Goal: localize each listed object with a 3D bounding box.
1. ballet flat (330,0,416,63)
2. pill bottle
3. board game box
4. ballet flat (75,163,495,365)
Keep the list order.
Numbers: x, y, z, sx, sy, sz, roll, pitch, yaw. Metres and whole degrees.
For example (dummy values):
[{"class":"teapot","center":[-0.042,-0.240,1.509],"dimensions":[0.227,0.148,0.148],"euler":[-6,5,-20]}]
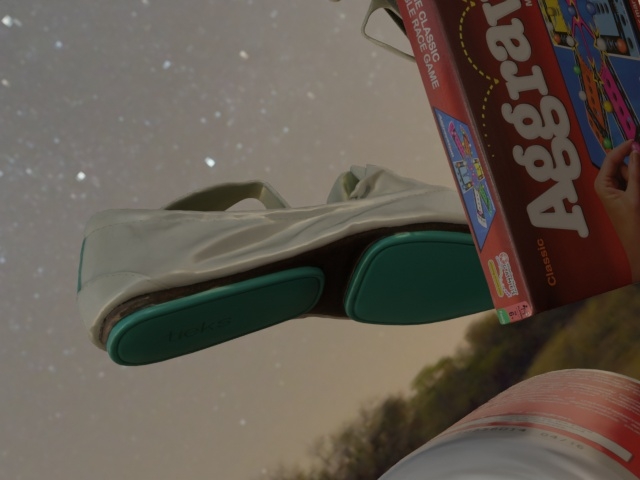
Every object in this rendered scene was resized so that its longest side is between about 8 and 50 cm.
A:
[{"class":"ballet flat","center":[0.042,-0.211,0.988],"dimensions":[0.068,0.213,0.072],"euler":[-49,10,5]},{"class":"pill bottle","center":[0.178,0.218,0.860],"dimensions":[0.229,0.229,0.408],"euler":[-53,-16,17]},{"class":"board game box","center":[0.102,-0.110,0.582],"dimensions":[0.145,0.281,0.027],"euler":[-13,-7,-35]},{"class":"ballet flat","center":[0.000,0.000,0.939],"dimensions":[0.400,0.139,0.139],"euler":[-7,-32,-25]}]
